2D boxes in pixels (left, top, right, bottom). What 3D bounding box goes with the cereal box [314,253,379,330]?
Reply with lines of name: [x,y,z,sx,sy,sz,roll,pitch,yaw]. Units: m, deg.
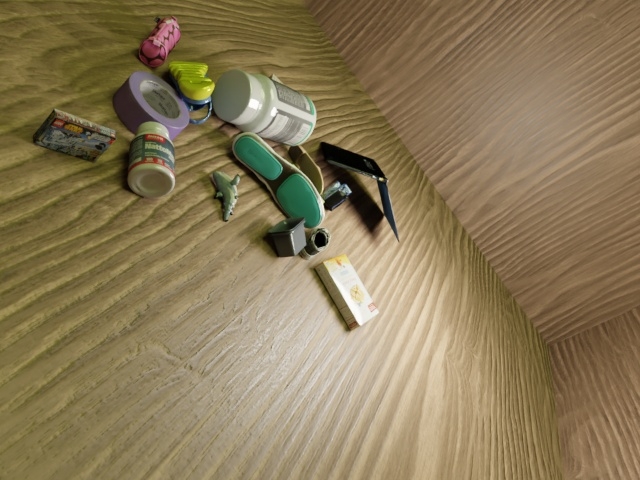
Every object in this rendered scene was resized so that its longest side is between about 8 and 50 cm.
cereal box: [0.092,0.168,1.721,0.240,0.047,0.173,59,27,7]

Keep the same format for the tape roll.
tape roll: [-0.457,-0.359,1.392,0.189,0.080,0.189,39,30,-28]

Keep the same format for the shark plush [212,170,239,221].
shark plush: [-0.279,-0.124,1.480,0.067,0.073,0.161,9,70,-30]

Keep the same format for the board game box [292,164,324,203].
board game box: [-0.068,-0.183,1.863,0.181,0.043,0.092,50,28,-10]

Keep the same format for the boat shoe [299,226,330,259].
boat shoe: [0.000,0.000,1.737,0.078,0.070,0.219,52,27,-6]

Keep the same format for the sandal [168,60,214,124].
sandal: [-0.399,-0.460,1.575,0.126,0.138,0.317,-3,36,-15]

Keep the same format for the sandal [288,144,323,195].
sandal: [-0.032,-0.272,1.973,0.079,0.088,0.240,-4,58,-53]

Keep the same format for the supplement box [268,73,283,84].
supplement box: [-0.186,-0.666,2.222,0.098,0.036,0.062,40,31,-27]

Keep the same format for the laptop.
laptop: [0.165,-0.219,2.201,0.407,0.236,0.382,18,19,-9]

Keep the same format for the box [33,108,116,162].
box: [-0.528,-0.223,1.108,0.137,0.094,0.027,16,47,-52]

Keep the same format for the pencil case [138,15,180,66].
pencil case: [-0.499,-0.625,1.602,0.095,0.098,0.209,33,34,-26]

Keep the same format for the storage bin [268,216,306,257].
storage bin: [-0.100,-0.007,1.578,0.135,0.098,0.091,-46,127,-63]

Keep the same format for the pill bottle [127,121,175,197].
pill bottle: [-0.413,-0.203,1.258,0.108,0.108,0.180,28,37,-42]

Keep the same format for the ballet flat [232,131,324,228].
ballet flat: [-0.131,-0.211,1.722,0.400,0.139,0.139,45,28,-17]

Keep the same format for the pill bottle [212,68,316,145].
pill bottle: [-0.191,-0.464,1.803,0.361,0.204,0.204,5,55,-57]

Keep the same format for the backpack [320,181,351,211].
backpack: [0.063,-0.179,2.003,0.084,0.105,0.114,53,27,-1]
